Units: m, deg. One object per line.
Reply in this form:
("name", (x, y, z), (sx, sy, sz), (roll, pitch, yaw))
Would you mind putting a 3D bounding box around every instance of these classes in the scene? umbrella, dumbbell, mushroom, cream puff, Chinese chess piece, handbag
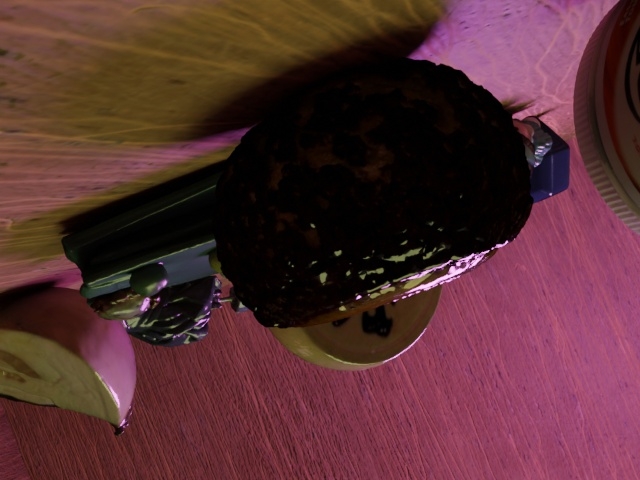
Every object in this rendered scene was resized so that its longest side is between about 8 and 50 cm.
("umbrella", (-0.268, 0.124, 1.535), (0.349, 0.094, 0.143), (-6, 150, -30))
("dumbbell", (0.287, -0.104, 1.621), (0.316, 0.143, 0.156), (-21, 177, -34))
("mushroom", (-0.339, 0.108, 1.180), (0.236, 0.173, 0.162), (13, -135, 6))
("cream puff", (0.033, -0.034, 0.681), (0.239, 0.165, 0.239), (-22, 177, -1))
("Chinese chess piece", (0.036, 0.038, 1.190), (0.257, 0.257, 0.104), (-21, -169, -27))
("handbag", (-0.107, 0.000, 0.925), (0.274, 0.100, 0.269), (-22, 178, -14))

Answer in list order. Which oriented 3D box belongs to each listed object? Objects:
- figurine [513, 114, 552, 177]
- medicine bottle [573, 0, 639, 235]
("figurine", (0.257, -0.129, 1.357), (0.138, 0.110, 0.245), (-4, -168, 25))
("medicine bottle", (0.338, -0.113, 0.651), (0.252, 0.252, 0.241), (-22, 177, -7))
